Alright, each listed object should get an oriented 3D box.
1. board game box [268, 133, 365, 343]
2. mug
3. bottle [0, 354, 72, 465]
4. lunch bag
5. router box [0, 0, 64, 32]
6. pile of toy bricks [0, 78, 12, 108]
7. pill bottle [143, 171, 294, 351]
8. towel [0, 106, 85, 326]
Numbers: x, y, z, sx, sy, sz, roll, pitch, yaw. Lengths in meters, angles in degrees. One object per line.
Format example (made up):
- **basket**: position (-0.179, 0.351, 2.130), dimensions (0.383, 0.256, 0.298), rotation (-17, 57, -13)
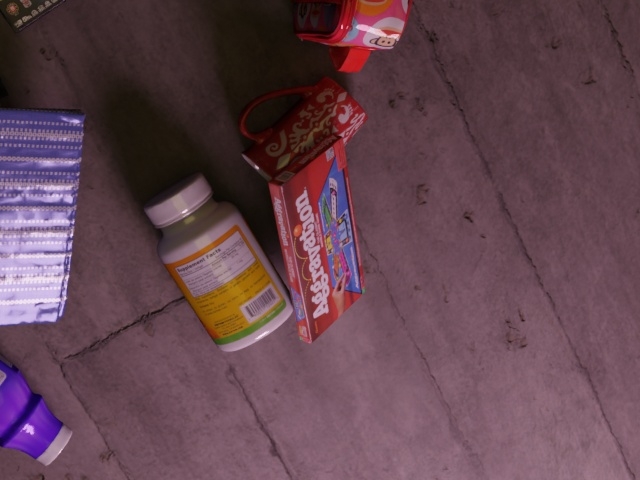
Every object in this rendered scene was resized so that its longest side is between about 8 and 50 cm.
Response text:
- **board game box**: position (0.000, 0.000, 1.664), dimensions (0.145, 0.027, 0.281), rotation (-41, 135, -36)
- **mug**: position (-0.027, -0.159, 1.669), dimensions (0.169, 0.113, 0.150), rotation (-46, 142, -3)
- **bottle**: position (-0.497, 0.224, 1.677), dimensions (0.283, 0.092, 0.118), rotation (39, 88, -15)
- **lunch bag**: position (0.043, -0.361, 1.559), dimensions (0.120, 0.293, 0.258), rotation (4, 100, -15)
- **router box**: position (-0.406, -0.364, 1.607), dimensions (0.122, 0.038, 0.092), rotation (-35, 104, -2)
- **pile of toy bricks**: position (-0.509, -0.216, 1.569), dimensions (0.105, 0.118, 0.212), rotation (-30, 105, -23)
- **pill bottle**: position (-0.154, 0.028, 1.678), dimensions (0.136, 0.136, 0.245), rotation (-32, 104, -3)
- **towel**: position (-0.459, -0.027, 1.591), dimensions (0.243, 0.040, 0.336), rotation (-3, 113, -35)
